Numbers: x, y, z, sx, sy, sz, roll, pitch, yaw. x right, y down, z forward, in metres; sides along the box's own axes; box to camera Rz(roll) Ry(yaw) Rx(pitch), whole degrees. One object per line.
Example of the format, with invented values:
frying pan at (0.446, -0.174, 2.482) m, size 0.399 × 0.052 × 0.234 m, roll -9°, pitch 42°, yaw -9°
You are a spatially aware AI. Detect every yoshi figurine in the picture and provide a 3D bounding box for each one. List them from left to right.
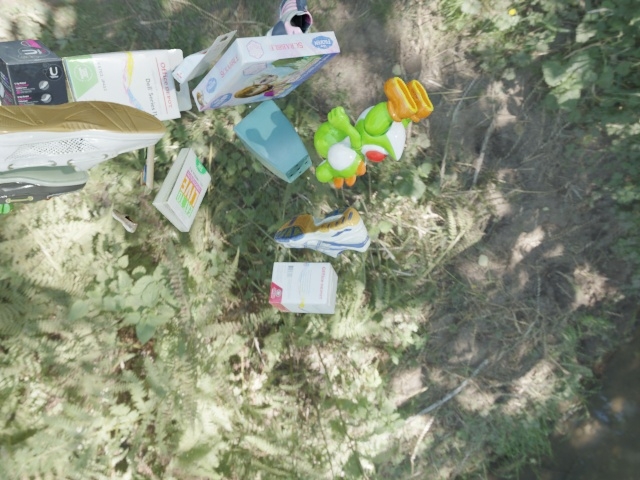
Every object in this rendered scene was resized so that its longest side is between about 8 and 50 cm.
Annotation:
yoshi figurine at (0.101, -0.300, 1.234) m, size 0.203 × 0.203 × 0.362 m, roll 35°, pitch 132°, yaw -23°

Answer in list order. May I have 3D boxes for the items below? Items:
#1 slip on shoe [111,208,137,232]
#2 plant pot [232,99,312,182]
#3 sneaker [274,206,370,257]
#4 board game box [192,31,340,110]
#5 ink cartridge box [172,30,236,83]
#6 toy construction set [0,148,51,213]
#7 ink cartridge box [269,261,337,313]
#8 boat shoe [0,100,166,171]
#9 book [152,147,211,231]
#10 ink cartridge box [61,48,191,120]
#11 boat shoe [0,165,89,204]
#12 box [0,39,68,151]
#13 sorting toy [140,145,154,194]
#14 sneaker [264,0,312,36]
slip on shoe at (-0.785, -0.088, 1.863) m, size 0.135 × 0.051 × 0.041 m, roll 42°, pitch 100°, yaw 21°
plant pot at (-0.147, -0.324, 1.598) m, size 0.165 × 0.166 × 0.234 m, roll -41°, pitch 77°, yaw -2°
sneaker at (0.000, 0.000, 1.291) m, size 0.131 × 0.296 × 0.112 m, roll 54°, pitch 50°, yaw -30°
board game box at (-0.160, -0.478, 1.322) m, size 0.318 × 0.318 × 0.066 m, roll -23°, pitch 94°, yaw -35°
ink cartridge box at (-0.327, -0.531, 1.310) m, size 0.045 × 0.145 × 0.179 m, roll 43°, pitch 121°, yaw -13°
toy construction set at (-0.742, -0.201, 1.189) m, size 0.308 × 0.237 × 0.257 m, roll -13°, pitch 112°, yaw -6°
ink cartridge box at (-0.046, 0.144, 1.400) m, size 0.176 × 0.127 × 0.128 m, roll 0°, pitch 68°, yaw 15°
boat shoe at (-0.385, -0.158, 0.739) m, size 0.277 × 0.098 × 0.096 m, roll -14°, pitch 139°, yaw -43°
book at (-0.277, -0.103, 0.951) m, size 0.035 × 0.144 × 0.096 m, roll 0°, pitch 146°, yaw 20°
ink cartridge box at (-0.561, -0.466, 1.414) m, size 0.353 × 0.119 × 0.207 m, roll -19°, pitch 118°, yaw -27°
boat shoe at (-0.551, -0.103, 0.854) m, size 0.227 × 0.081 × 0.069 m, roll -7°, pitch 134°, yaw -41°
box at (-0.832, -0.416, 1.347) m, size 0.143 × 0.165 × 0.270 m, roll -26°, pitch 143°, yaw -39°
sorting toy at (-0.646, -0.334, 1.741) m, size 0.041 × 0.229 × 0.307 m, roll 2°, pitch 88°, yaw -22°
sneaker at (-0.070, -0.710, 1.498) m, size 0.131 × 0.319 × 0.112 m, roll -11°, pitch 140°, yaw 33°
